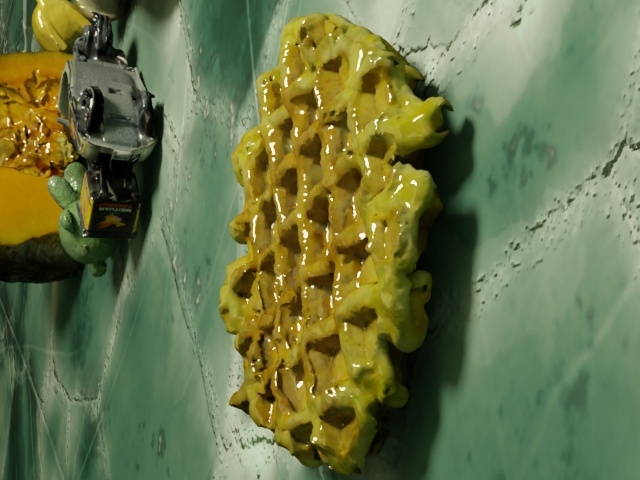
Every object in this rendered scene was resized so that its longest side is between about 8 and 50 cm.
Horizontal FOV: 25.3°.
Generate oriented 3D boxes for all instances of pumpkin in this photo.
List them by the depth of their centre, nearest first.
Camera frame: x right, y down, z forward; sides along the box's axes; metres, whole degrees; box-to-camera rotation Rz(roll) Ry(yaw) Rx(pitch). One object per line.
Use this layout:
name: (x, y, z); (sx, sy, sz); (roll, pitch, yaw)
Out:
pumpkin: (-0.365, -0.080, 1.800); (0.190, 0.139, 0.280); (-117, 35, -59)

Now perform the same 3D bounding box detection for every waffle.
waffle: (0.000, 0.000, 0.989); (0.325, 0.068, 0.302); (-133, 52, -63)

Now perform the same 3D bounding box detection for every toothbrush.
toothbrush: (-0.423, -0.325, 2.070); (0.342, 0.025, 0.030); (120, 142, -65)

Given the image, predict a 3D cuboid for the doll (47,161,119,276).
doll: (-0.262, -0.037, 1.628); (0.115, 0.077, 0.150); (55, -168, -37)

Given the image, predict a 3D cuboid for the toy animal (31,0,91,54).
toy animal: (-0.351, -0.266, 1.903); (0.083, 0.070, 0.159); (49, 162, 5)

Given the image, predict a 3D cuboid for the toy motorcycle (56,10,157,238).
toy motorcycle: (-0.243, -0.137, 1.583); (0.263, 0.091, 0.157); (-111, 31, -48)

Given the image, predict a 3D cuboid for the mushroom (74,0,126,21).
mushroom: (-0.228, -0.318, 1.587); (0.270, 0.103, 0.118); (172, 110, -78)
